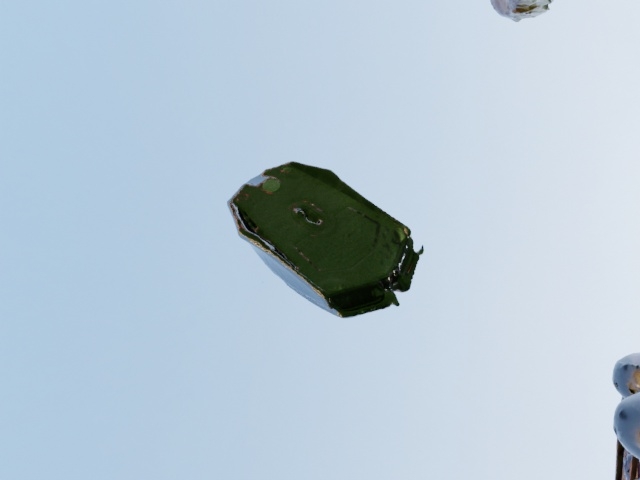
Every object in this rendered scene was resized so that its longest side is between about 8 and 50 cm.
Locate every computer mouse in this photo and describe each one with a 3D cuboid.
[{"bbox_3d":[-0.002,0.003,0.670,0.231,0.071,0.126,35,-123,29],"label":"computer mouse"}]

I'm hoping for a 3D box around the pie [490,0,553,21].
[{"bbox_3d":[0.173,-0.367,0.656,0.093,0.315,0.314,-19,-92,10],"label":"pie"}]

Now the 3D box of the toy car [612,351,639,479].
[{"bbox_3d":[0.290,0.215,0.386,0.241,0.341,0.271,3,-85,21],"label":"toy car"}]
